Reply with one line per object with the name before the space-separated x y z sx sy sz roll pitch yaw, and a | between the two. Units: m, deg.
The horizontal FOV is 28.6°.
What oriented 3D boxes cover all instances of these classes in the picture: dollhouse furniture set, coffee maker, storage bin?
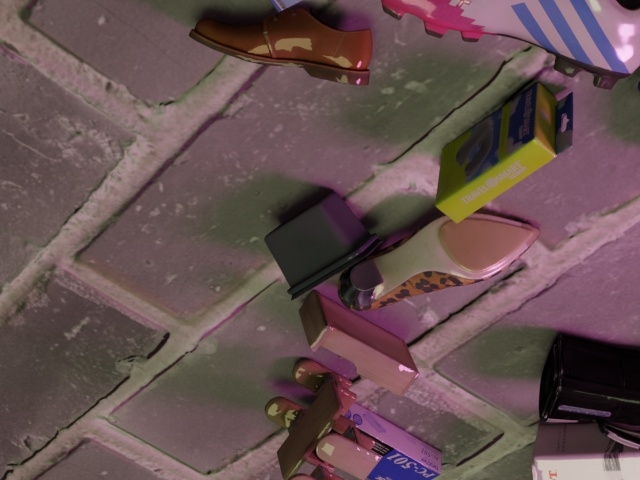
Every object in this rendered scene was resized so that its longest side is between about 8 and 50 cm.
dollhouse furniture set | -0.004 0.221 1.765 0.161 0.212 0.242 30 106 -21
coffee maker | 0.404 0.190 1.737 0.178 0.120 0.171 11 112 -2
storage bin | 0.000 0.000 1.629 0.135 0.098 0.091 -30 95 34

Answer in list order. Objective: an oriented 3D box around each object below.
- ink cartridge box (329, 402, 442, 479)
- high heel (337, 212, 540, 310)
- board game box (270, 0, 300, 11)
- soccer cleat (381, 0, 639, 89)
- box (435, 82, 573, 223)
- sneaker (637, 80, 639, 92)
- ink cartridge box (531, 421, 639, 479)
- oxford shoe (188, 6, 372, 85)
ink cartridge box | 0.081 0.322 1.959 0.207 0.046 0.097 31 133 -20
high heel | 0.150 0.028 1.659 0.261 0.093 0.186 -14 172 -7
board game box | 0.001 -0.338 1.320 0.201 0.035 0.136 -20 128 27
soccer cleat | 0.204 -0.271 1.305 0.331 0.116 0.143 14 118 -15
box | 0.213 -0.106 1.461 0.042 0.109 0.178 37 129 -23
sneaker | 0.399 -0.157 1.412 0.087 0.083 0.221 14 132 16
ink cartridge box | 0.459 0.375 1.849 0.272 0.115 0.198 -4 108 15
oxford shoe | -0.043 -0.233 1.426 0.212 0.076 0.076 10 106 3
